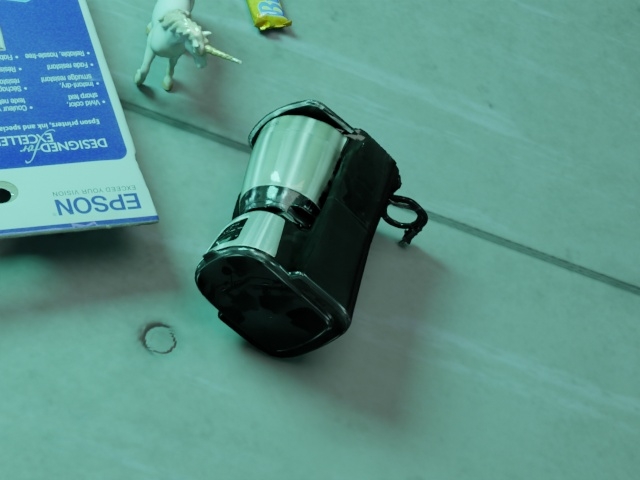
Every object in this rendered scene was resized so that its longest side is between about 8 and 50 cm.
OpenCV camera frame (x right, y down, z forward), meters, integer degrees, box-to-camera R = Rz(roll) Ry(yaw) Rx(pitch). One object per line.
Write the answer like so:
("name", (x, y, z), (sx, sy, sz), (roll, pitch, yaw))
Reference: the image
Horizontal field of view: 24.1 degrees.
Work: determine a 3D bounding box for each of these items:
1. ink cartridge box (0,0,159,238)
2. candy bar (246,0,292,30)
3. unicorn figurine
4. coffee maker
("ink cartridge box", (-0.317, -0.110, 1.206), (0.304, 0.072, 0.307), (-6, 61, -27))
("candy bar", (-0.065, -0.262, 1.444), (0.040, 0.018, 0.161), (-4, 57, -24))
("unicorn figurine", (-0.126, -0.182, 1.301), (0.060, 0.111, 0.162), (0, 57, -22))
("coffee maker", (0.000, 0.000, 1.217), (0.171, 0.120, 0.178), (23, 51, -6))
